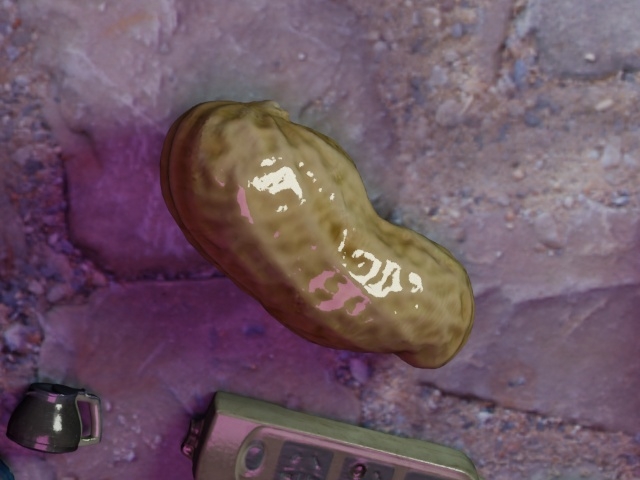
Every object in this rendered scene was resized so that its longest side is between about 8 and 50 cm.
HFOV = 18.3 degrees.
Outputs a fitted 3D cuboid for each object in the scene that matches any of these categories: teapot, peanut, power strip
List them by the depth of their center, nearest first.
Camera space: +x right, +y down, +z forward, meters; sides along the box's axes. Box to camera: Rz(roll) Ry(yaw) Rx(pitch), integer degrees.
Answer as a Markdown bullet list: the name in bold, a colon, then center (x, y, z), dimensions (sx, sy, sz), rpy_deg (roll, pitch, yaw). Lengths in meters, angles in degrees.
- **peanut**: center (0.000, 0.000, 1.668), dimensions (0.325, 0.140, 0.153), rpy_deg (34, 67, -23)
- **teapot**: center (-0.235, 0.159, 1.779), dimensions (0.088, 0.066, 0.057), rpy_deg (9, 98, -30)
- **power strip**: center (0.017, 0.207, 1.812), dimensions (0.286, 0.048, 0.080), rpy_deg (14, 115, -9)

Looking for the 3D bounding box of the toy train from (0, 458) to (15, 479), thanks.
- **toy train**: center (-0.426, 0.283, 1.766), dimensions (0.300, 0.188, 0.265), rpy_deg (34, 114, -19)
